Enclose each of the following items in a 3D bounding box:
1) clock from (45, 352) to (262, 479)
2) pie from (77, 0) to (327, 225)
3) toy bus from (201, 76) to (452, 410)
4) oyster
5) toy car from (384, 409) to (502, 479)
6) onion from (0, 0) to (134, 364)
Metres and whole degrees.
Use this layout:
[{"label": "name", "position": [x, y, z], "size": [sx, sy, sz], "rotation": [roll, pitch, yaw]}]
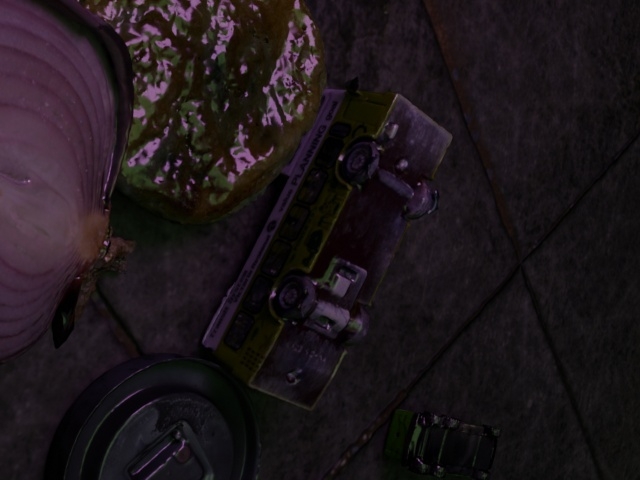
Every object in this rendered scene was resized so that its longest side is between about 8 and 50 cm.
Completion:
[{"label": "clock", "position": [-0.150, 0.209, 0.907], "size": [0.215, 0.042, 0.215], "rotation": [-8, 102, -41]}, {"label": "pie", "position": [-0.107, -0.153, 0.861], "size": [0.277, 0.078, 0.277], "rotation": [-8, 101, -43]}, {"label": "toy bus", "position": [0.000, 0.000, 0.949], "size": [0.113, 0.139, 0.302], "rotation": [30, 85, -40]}, {"label": "oyster", "position": [-0.193, 0.035, 0.842], "size": [0.080, 0.038, 0.083], "rotation": [6, 92, -44]}, {"label": "toy car", "position": [0.148, 0.241, 1.165], "size": [0.165, 0.062, 0.071], "rotation": [19, 85, -42]}, {"label": "onion", "position": [-0.272, -0.077, 0.629], "size": [0.349, 0.159, 0.267], "rotation": [58, 47, -61]}]
